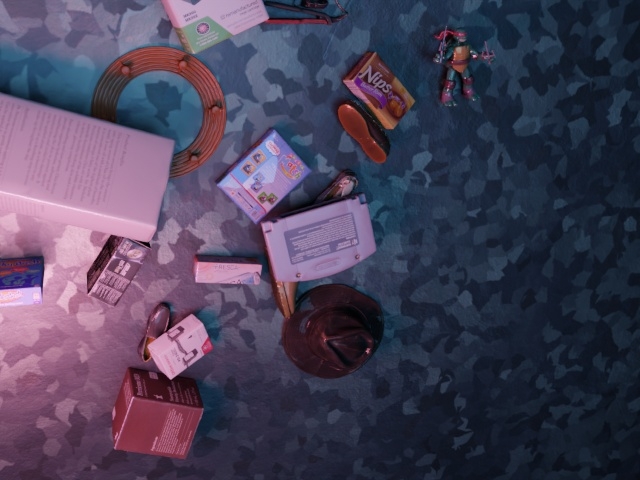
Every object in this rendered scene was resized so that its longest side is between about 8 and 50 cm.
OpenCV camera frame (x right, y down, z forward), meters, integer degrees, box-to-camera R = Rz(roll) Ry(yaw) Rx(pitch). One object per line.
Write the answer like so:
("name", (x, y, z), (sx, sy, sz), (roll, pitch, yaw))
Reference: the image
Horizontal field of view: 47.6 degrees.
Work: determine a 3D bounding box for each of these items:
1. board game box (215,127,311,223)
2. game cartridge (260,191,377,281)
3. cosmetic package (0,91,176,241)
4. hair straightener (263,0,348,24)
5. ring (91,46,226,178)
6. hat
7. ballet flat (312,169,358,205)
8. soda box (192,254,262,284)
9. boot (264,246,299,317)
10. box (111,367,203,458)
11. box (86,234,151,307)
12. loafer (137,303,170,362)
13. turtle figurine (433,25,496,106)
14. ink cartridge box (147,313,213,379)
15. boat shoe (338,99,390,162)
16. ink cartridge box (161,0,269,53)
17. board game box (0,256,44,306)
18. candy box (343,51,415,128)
("board game box", (-0.152, -0.173, 1.954), (0.211, 0.039, 0.160), (-43, 117, 0))
("game cartridge", (0.000, 0.000, 1.983), (0.297, 0.062, 0.198), (-16, 112, -12))
("cosmetic package", (-0.586, -0.166, 1.669), (0.453, 0.161, 0.230), (14, 72, -17))
("hair straightener", (-0.037, -0.593, 1.836), (0.230, 0.047, 0.089), (-3, 110, -18))
("ring", (-0.400, -0.314, 1.821), (0.336, 0.032, 0.337), (-6, 111, -16))
("hat", (0.057, 0.297, 2.148), (0.331, 0.134, 0.332), (-7, 112, -17))
("ballet flat", (0.037, -0.116, 2.027), (0.070, 0.070, 0.188), (34, 96, -26))
("soda box", (-0.258, 0.081, 2.000), (0.183, 0.058, 0.063), (3, 108, -20))
("boot", (-0.008, 0.082, 2.072), (0.269, 0.089, 0.236), (-16, 114, -15))
("box", (-0.455, 0.480, 2.014), (0.203, 0.168, 0.167), (16, 103, -24))
("box", (-0.516, 0.055, 1.850), (0.077, 0.147, 0.180), (31, 96, -26))
("loafer", (-0.452, 0.257, 1.994), (0.062, 0.061, 0.170), (16, 102, -23))
("turtle figurine", (0.387, -0.491, 1.984), (0.175, 0.118, 0.234), (-7, 128, -1))
("ink cartridge box", (-0.384, 0.293, 1.994), (0.150, 0.063, 0.109), (-37, 136, -24))
("boat shoe", (0.123, -0.308, 1.990), (0.207, 0.073, 0.073), (51, 48, -30))
("ink cartridge box", (-0.280, -0.617, 1.700), (0.211, 0.121, 0.289), (-28, 115, -8))
("board game box", (-0.753, 0.099, 1.748), (0.160, 0.210, 0.047), (-4, 110, -19))
("candy box", (0.160, -0.404, 1.960), (0.187, 0.053, 0.109), (46, 76, -28))
